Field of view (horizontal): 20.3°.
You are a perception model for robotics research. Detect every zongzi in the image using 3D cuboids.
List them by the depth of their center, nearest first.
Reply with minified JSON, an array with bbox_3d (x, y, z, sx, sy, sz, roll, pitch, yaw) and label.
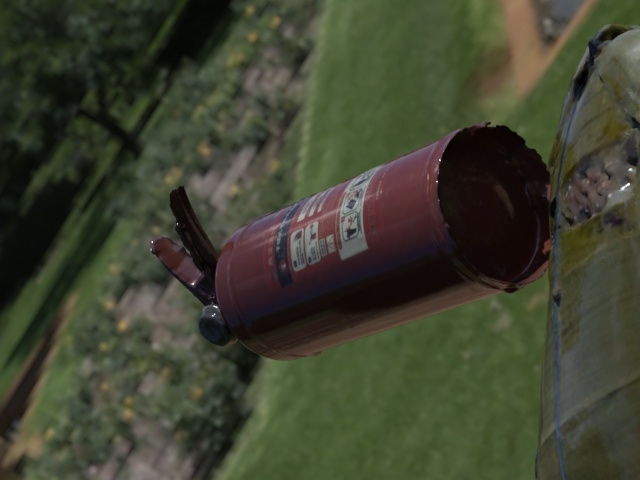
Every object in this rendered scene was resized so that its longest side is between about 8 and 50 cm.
[{"bbox_3d":[0.195,0.069,1.111,0.393,0.174,0.356,140,122,-67],"label":"zongzi"}]

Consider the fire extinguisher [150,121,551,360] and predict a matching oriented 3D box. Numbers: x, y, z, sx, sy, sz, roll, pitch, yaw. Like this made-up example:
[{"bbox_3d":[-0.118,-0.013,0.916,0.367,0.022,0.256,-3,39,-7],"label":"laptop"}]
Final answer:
[{"bbox_3d":[0.000,0.000,1.199,0.106,0.147,0.337,-36,10,-40],"label":"fire extinguisher"}]
